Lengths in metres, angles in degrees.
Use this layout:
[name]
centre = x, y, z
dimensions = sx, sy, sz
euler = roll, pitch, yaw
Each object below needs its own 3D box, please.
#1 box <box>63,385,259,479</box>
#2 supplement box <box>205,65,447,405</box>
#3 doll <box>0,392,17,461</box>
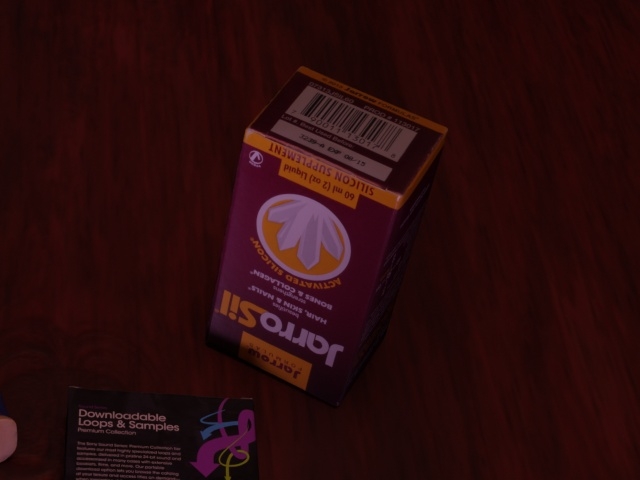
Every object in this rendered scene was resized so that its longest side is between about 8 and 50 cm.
[box]
centre = -0.092, 0.156, 0.897
dimensions = 0.116, 0.029, 0.162
euler = 6, 43, -11
[supplement box]
centre = 0.000, 0.000, 0.973
dimensions = 0.104, 0.188, 0.081
euler = 25, 43, 11
[doll]
centre = -0.258, 0.062, 0.939
dimensions = 0.129, 0.046, 0.189
euler = -15, 49, -30
